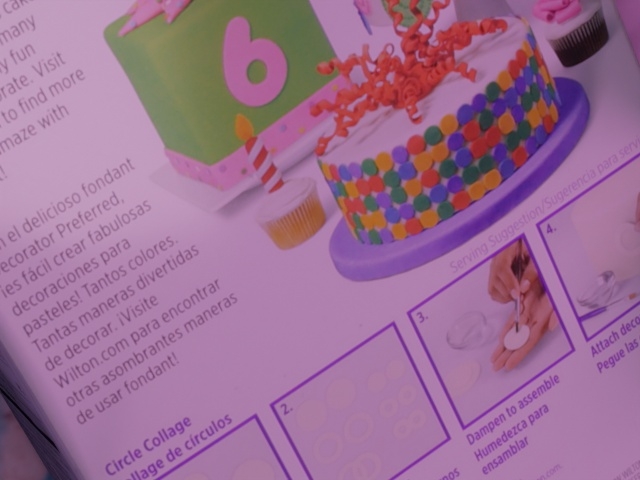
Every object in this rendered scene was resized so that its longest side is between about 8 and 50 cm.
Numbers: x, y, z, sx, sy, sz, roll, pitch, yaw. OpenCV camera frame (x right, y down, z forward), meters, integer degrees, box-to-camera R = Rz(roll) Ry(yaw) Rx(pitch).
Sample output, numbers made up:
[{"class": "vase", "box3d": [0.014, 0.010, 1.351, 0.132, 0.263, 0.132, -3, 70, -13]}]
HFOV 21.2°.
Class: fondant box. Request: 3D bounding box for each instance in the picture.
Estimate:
[{"class": "fondant box", "box3d": [0.000, 0.000, 0.602, 0.238, 0.096, 0.330, -33, 115, -15]}]
